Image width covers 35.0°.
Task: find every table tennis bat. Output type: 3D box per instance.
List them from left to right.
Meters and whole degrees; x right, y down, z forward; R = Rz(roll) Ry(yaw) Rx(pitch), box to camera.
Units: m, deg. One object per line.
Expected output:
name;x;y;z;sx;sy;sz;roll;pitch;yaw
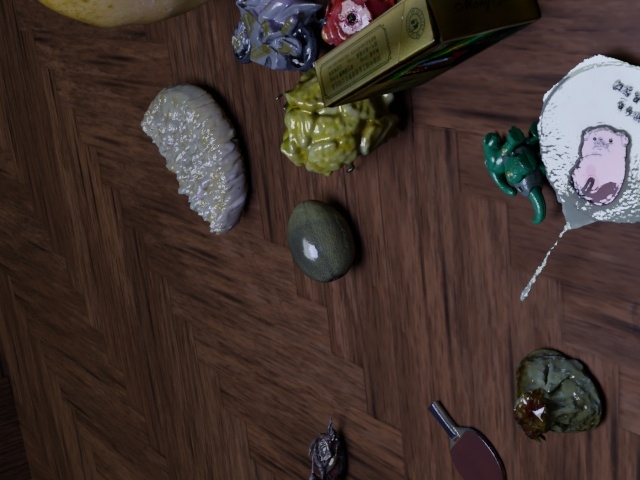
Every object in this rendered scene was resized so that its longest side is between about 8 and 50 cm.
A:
table tennis bat;0.207;0.295;1.446;0.158;0.014;0.095;52;144;24

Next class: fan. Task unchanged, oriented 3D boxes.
fan;0.284;-0.047;1.101;0.182;0.010;0.310;38;126;24

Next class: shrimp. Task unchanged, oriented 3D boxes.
shrimp;0.010;0.365;1.726;0.056;0.065;0.165;-122;27;-64

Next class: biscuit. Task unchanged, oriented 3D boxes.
biscuit;-0.203;-0.163;1.768;0.281;0.084;0.179;57;140;18

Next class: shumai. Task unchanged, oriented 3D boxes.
shumai;0.270;0.195;1.235;0.124;0.087;0.098;24;126;51

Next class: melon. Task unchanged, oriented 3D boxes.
melon;0.000;0.000;1.529;0.098;0.098;0.130;-34;74;56

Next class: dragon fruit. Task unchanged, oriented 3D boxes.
dragon fruit;0.044;-0.295;1.346;0.126;0.068;0.112;52;142;25

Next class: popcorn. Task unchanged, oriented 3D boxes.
popcorn;0.015;-0.157;1.373;0.174;0.168;0.195;38;163;-15

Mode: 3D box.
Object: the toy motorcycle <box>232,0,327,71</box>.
toy motorcycle;-0.065;-0.327;1.482;0.225;0.073;0.152;21;109;53

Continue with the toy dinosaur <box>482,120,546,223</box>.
toy dinosaur;0.234;-0.081;1.189;0.096;0.059;0.132;122;131;-60

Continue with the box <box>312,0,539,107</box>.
box;0.115;-0.232;1.187;0.240;0.159;0.071;-21;86;59

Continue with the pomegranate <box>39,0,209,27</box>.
pomegranate;-0.299;-0.490;1.468;0.417;0.417;0.416;31;130;46
